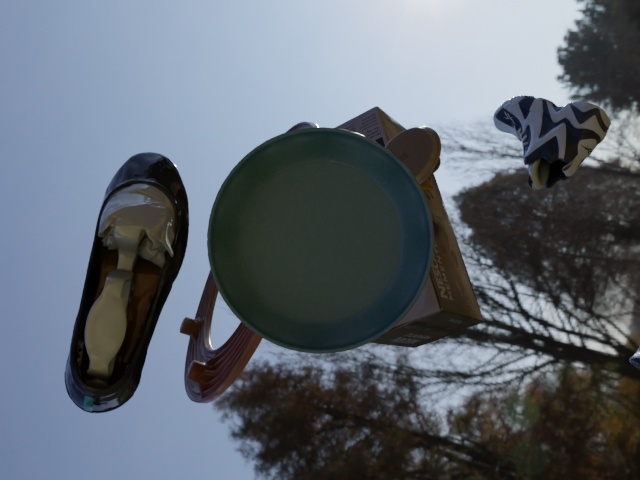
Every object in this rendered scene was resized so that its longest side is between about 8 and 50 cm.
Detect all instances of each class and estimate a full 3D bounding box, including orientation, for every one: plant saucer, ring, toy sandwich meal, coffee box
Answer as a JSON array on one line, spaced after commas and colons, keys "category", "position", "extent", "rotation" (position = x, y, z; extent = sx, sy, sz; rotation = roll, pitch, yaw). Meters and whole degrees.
[{"category": "plant saucer", "position": [0.000, 0.000, 0.362], "extent": [0.021, 0.119, 0.119], "rotation": [57, -134, -86]}, {"category": "ring", "position": [-0.090, 0.016, 0.757], "extent": [0.336, 0.032, 0.336], "rotation": [-54, 23, 35]}, {"category": "toy sandwich meal", "position": [0.091, -0.077, 0.679], "extent": [0.029, 0.086, 0.085], "rotation": [32, -110, -39]}, {"category": "coffee box", "position": [0.105, -0.011, 0.938], "extent": [0.168, 0.119, 0.297], "rotation": [21, -130, -56]}]

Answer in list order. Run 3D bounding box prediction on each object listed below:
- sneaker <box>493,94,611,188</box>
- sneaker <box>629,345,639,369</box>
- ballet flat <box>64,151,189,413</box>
[{"category": "sneaker", "position": [0.375, -0.166, 1.188], "extent": [0.094, 0.235, 0.153], "rotation": [37, -100, -40]}, {"category": "sneaker", "position": [0.642, 0.223, 1.275], "extent": [0.081, 0.080, 0.211], "rotation": [-52, -24, 4]}, {"category": "ballet flat", "position": [-0.187, 0.030, 0.668], "extent": [0.096, 0.095, 0.280], "rotation": [128, 150, -71]}]
